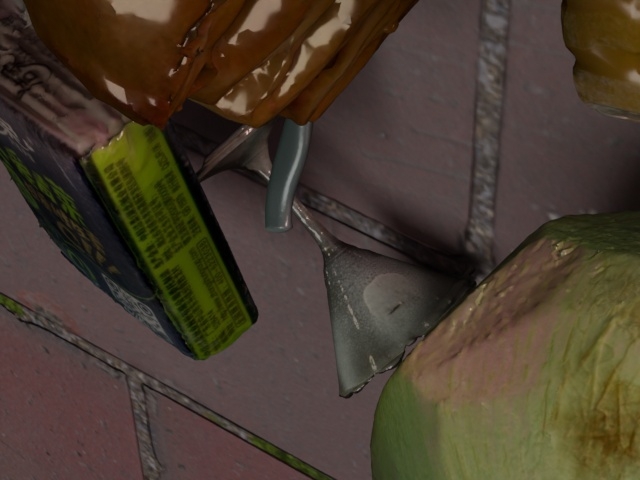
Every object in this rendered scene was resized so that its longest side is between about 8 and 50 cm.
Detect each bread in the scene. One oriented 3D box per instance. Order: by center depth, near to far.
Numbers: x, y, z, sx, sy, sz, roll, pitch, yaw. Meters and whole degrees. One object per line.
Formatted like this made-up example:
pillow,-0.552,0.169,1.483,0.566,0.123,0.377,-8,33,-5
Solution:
bread,-0.081,-0.213,0.878,0.324,0.167,0.277,36,118,-3

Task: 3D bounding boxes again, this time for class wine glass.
wine glass,0.000,0.000,1.170,0.183,0.122,0.122,49,147,-1

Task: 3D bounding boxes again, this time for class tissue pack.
tissue pack,-0.140,-0.039,1.147,0.173,0.073,0.235,36,160,34

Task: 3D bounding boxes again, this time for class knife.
knife,-0.004,-0.099,1.072,0.028,0.015,0.210,47,129,52

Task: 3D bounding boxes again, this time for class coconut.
coconut,0.180,0.136,0.937,0.328,0.328,0.281,30,143,19

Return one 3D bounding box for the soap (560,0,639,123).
soap,0.234,-0.115,0.821,0.257,0.080,0.160,16,140,34
